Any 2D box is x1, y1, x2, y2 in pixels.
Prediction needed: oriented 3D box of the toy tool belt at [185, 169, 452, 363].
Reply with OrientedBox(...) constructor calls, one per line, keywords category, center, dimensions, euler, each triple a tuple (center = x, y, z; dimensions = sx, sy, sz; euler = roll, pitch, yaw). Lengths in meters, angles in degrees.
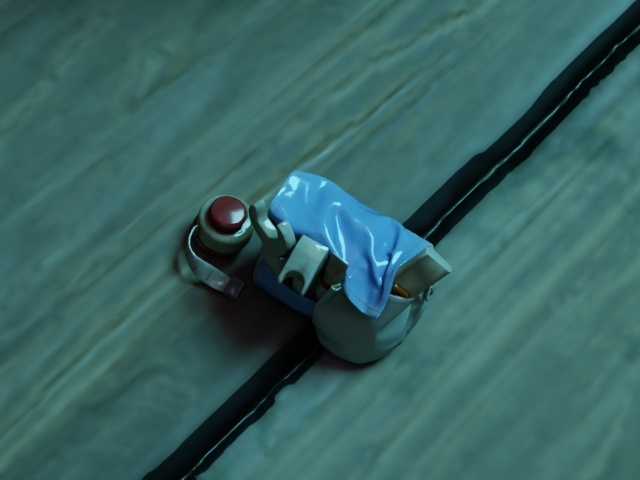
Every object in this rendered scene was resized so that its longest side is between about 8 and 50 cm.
OrientedBox(category="toy tool belt", center=(0.000, 0.000, 0.577), dimensions=(0.083, 0.051, 0.052), euler=(28, 58, 3))
